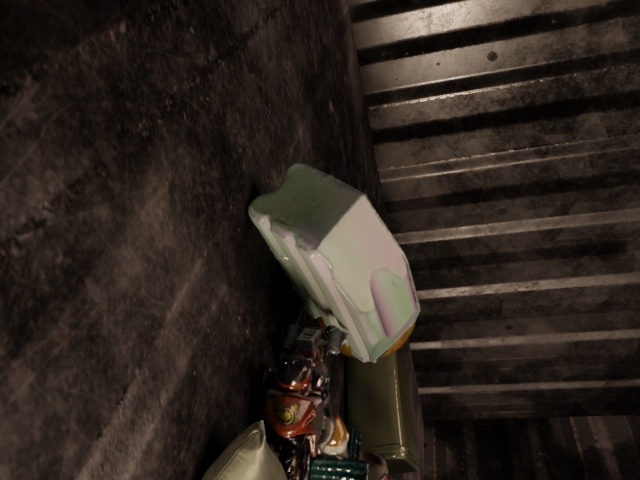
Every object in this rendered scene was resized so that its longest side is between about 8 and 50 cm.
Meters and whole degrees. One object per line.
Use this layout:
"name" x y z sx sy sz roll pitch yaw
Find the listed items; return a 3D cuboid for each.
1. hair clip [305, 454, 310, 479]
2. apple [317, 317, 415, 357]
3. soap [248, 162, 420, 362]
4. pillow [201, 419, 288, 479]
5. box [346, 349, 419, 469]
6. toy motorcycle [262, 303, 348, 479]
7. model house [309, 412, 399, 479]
"hair clip" -0.048 0.475 1.051 0.124 0.052 0.196 70 22 -77
"apple" 0.118 0.174 1.418 0.264 0.264 0.265 -6 90 -76
"soap" 0.053 0.076 1.121 0.156 0.261 0.446 -46 142 -18
"pillow" -0.097 0.390 0.812 0.144 0.078 0.254 -55 141 -41
"box" 0.191 0.521 1.711 0.352 0.177 0.344 60 26 -57
"toy motorcycle" -0.028 0.247 1.048 0.401 0.134 0.207 -66 153 -62
"model house" 0.071 0.487 1.138 0.271 0.190 0.301 -65 154 -65
